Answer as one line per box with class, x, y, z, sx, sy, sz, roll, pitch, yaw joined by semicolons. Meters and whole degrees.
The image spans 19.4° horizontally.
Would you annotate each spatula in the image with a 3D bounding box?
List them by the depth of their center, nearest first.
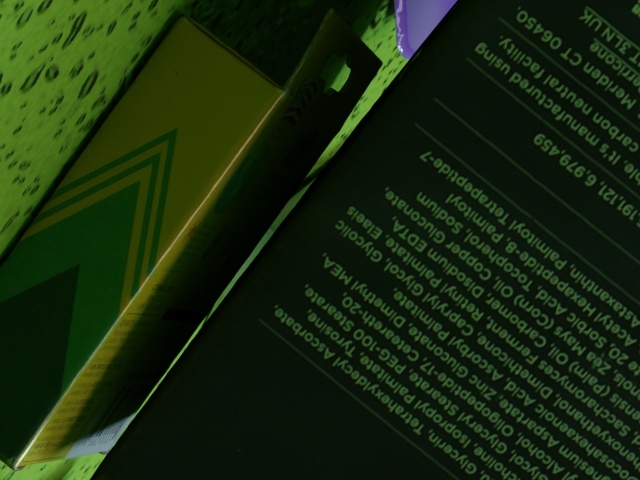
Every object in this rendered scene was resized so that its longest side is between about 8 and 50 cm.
spatula;0.180;-0.230;1.546;0.296;0.030;0.084;-24;136;-20

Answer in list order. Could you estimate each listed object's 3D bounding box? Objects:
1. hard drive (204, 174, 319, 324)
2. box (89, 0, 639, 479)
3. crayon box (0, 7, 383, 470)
hard drive;0.000;0.000;1.731;0.318;0.040;0.210;-41;164;-51
box;0.143;0.010;1.255;0.472;0.297;0.480;-53;180;17
crayon box;-0.094;-0.014;1.146;0.318;0.081;0.202;-54;170;2
